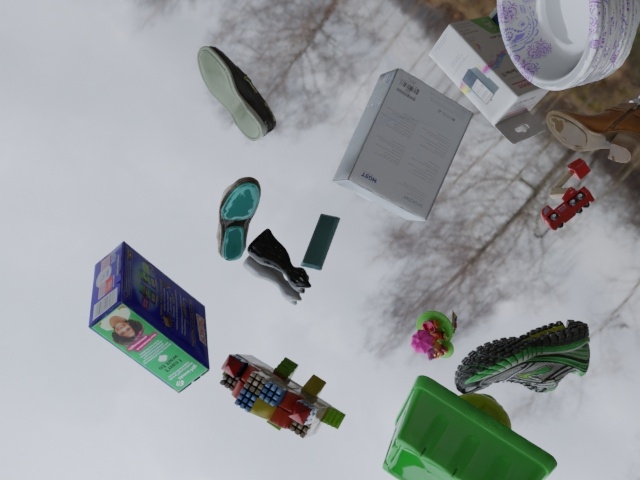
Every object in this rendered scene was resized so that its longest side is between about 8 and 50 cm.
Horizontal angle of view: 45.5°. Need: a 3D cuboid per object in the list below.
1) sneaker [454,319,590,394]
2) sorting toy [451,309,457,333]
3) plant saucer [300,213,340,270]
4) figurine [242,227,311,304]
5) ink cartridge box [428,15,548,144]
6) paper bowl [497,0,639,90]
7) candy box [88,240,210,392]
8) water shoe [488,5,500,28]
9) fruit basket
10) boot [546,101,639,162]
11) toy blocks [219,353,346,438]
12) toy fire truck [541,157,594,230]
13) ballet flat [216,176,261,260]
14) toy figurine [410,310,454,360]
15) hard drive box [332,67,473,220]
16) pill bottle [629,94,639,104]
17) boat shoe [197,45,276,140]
[{"bbox_3d":[0.470,0.294,1.738,0.134,0.344,0.146,-166,63,-78],"label":"sneaker"},{"bbox_3d":[0.449,0.281,2.555,0.062,0.012,0.083,55,-143,-52],"label":"sorting toy"},{"bbox_3d":[0.000,0.000,2.289,0.067,0.192,0.018,13,150,15],"label":"plant saucer"},{"bbox_3d":[-0.121,0.094,2.233,0.209,0.092,0.215,43,157,6],"label":"figurine"},{"bbox_3d":[0.491,-0.444,2.089,0.207,0.119,0.353,-25,-109,-42],"label":"ink cartridge box"},{"bbox_3d":[0.452,-0.420,1.355,0.148,0.284,0.284,-16,-138,-16],"label":"paper bowl"},{"bbox_3d":[-0.435,0.196,1.968,0.317,0.122,0.268,44,-165,-32],"label":"candy box"},{"bbox_3d":[0.527,-0.626,2.215,0.080,0.203,0.073,39,-166,26],"label":"water shoe"},{"bbox_3d":[0.368,0.471,1.835,0.393,0.282,0.391,6,-131,-7],"label":"fruit basket"},{"bbox_3d":[0.578,-0.244,1.560,0.197,0.073,0.152,32,-122,21],"label":"boot"},{"bbox_3d":[-0.139,0.426,2.105,0.382,0.190,0.261,29,178,17],"label":"toy blocks"},{"bbox_3d":[0.672,-0.126,2.082,0.047,0.192,0.135,44,-169,-35],"label":"toy fire truck"},{"bbox_3d":[-0.237,-0.080,2.081,0.108,0.316,0.106,1,-134,-22],"label":"ballet flat"},{"bbox_3d":[0.355,0.335,2.481,0.159,0.130,0.173,-31,-82,-58],"label":"toy figurine"},{"bbox_3d":[0.157,-0.178,1.449,0.181,0.232,0.089,27,174,-19],"label":"hard drive box"},{"bbox_3d":[0.827,-0.342,1.882,0.065,0.117,0.065,160,90,-90],"label":"pill bottle"},{"bbox_3d":[-0.180,-0.322,1.641,0.069,0.081,0.227,-39,-82,-44],"label":"boat shoe"}]
